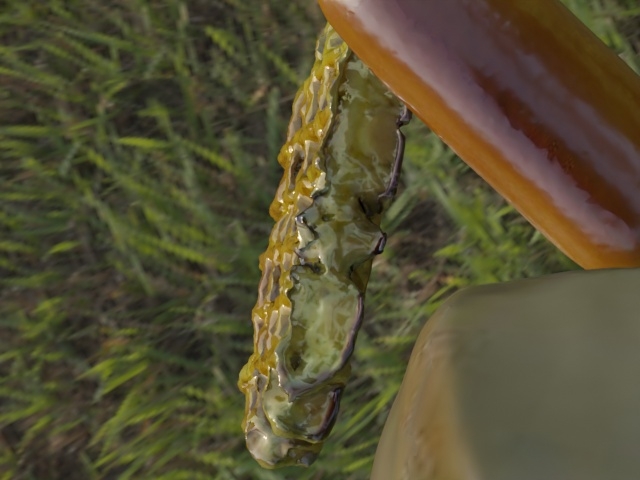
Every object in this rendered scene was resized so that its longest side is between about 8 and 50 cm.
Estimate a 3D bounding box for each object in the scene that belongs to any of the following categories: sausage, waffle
[{"bbox_3d":[0.110,-0.088,0.982,0.274,0.105,0.105,43,112,-7],"label":"sausage"},{"bbox_3d":[0.001,0.000,1.161,0.065,0.283,0.309,10,126,-7],"label":"waffle"}]

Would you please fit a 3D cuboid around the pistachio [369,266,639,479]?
[{"bbox_3d":[0.176,0.198,0.602,0.281,0.365,0.445,-39,69,22],"label":"pistachio"}]
